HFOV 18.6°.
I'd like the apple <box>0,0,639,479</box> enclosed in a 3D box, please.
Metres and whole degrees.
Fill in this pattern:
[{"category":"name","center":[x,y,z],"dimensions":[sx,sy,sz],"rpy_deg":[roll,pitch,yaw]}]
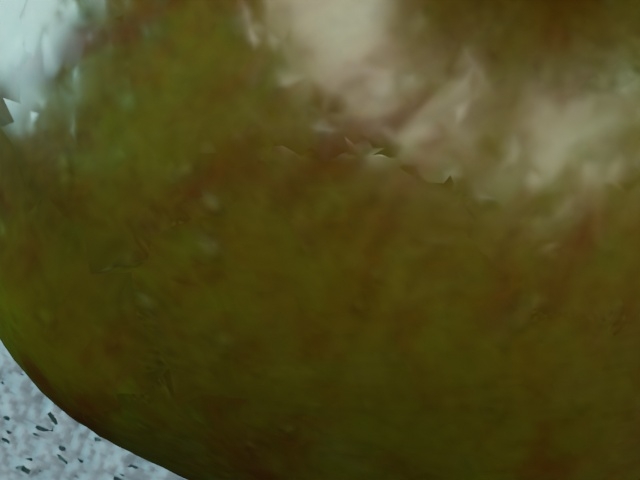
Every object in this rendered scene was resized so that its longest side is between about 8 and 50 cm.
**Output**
[{"category":"apple","center":[0.055,-0.079,0.671],"dimensions":[0.400,0.333,0.400],"rpy_deg":[0,88,2]}]
